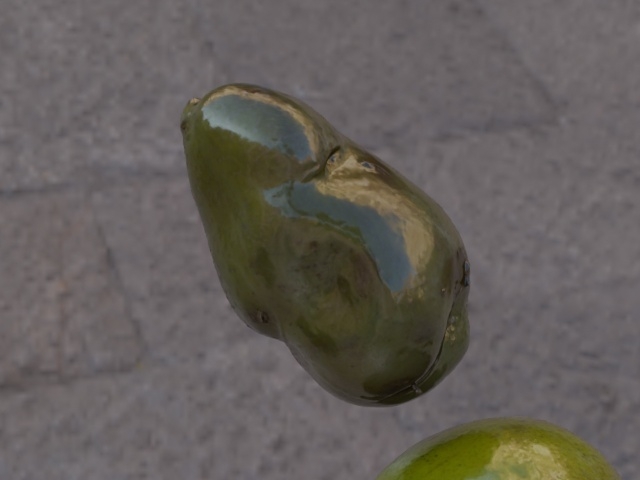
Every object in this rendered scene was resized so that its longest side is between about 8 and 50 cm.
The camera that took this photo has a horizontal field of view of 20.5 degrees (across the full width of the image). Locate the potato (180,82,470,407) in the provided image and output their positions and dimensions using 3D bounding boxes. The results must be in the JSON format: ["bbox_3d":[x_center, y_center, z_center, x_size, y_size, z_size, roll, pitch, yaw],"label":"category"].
[{"bbox_3d":[0.002,-0.001,1.620,0.351,0.202,0.218,49,14,-10],"label":"potato"}]

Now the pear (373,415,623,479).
[{"bbox_3d":[0.163,0.294,1.634,0.294,0.294,0.294,3,38,-2],"label":"pear"}]
